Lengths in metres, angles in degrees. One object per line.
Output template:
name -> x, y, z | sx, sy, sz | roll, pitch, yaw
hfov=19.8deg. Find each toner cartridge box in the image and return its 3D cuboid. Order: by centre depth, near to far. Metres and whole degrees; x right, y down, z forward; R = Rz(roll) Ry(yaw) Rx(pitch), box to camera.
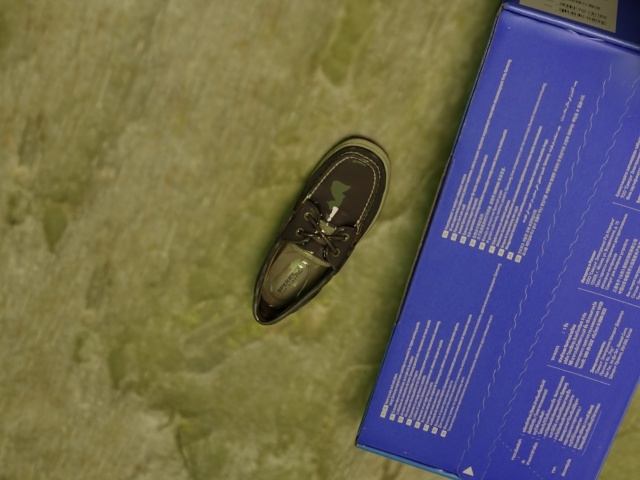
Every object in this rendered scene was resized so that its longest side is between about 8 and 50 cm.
toner cartridge box -> 0.147, 0.009, 1.185 | 0.165, 0.075, 0.348 | 19, 123, 3

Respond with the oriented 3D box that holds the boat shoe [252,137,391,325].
boat shoe -> 0.000, 0.000, 1.230 | 0.056, 0.049, 0.152 | 27, 122, -3
